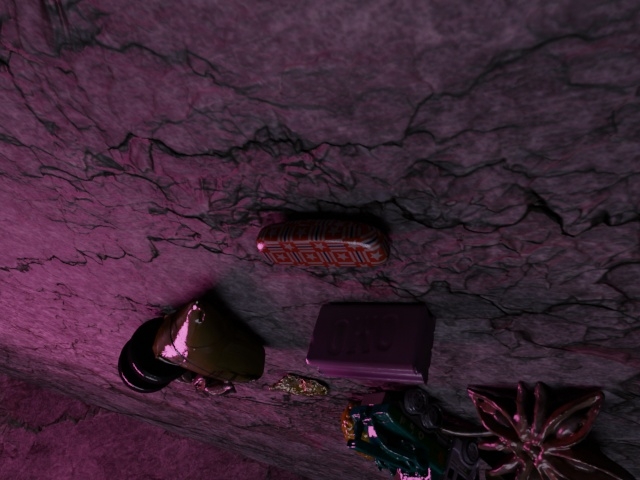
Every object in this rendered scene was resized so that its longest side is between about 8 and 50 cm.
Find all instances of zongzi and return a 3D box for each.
[{"bbox_3d":[-0.192,0.208,1.113,0.260,0.123,0.289,26,145,-23],"label":"zongzi"}]

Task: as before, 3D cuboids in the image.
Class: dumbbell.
[{"bbox_3d":[-0.405,0.283,1.306,0.153,0.152,0.218,27,148,-16],"label":"dumbbell"}]

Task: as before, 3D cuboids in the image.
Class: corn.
[{"bbox_3d":[0.127,0.531,1.465,0.121,0.120,0.363,7,148,18],"label":"corn"}]

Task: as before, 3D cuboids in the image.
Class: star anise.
[{"bbox_3d":[-0.333,0.400,1.535,0.197,0.073,0.212,4,150,29],"label":"star anise"},{"bbox_3d":[0.417,0.391,1.039,0.109,0.292,0.349,3,140,-45],"label":"star anise"}]

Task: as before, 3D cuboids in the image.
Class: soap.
[{"bbox_3d":[0.085,0.171,0.901,0.203,0.122,0.065,-5,143,31],"label":"soap"}]

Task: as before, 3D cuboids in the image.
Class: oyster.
[{"bbox_3d":[-0.043,0.381,1.398,0.146,0.045,0.122,33,132,-25],"label":"oyster"}]

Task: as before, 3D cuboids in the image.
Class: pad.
[{"bbox_3d":[0.478,0.584,1.318,0.174,0.022,0.233,27,-173,-37],"label":"pad"}]

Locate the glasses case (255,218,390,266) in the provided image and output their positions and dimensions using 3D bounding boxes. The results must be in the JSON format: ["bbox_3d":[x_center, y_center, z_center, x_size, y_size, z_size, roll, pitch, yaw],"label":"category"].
[{"bbox_3d":[0.000,0.000,0.737,0.195,0.049,0.073,1,144,27],"label":"glasses case"}]

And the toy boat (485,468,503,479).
[{"bbox_3d":[0.587,0.629,1.391,0.310,0.115,0.089,-10,140,42],"label":"toy boat"}]

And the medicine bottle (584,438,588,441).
[{"bbox_3d":[0.538,0.500,1.171,0.152,0.152,0.254,-5,141,33],"label":"medicine bottle"}]

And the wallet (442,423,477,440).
[{"bbox_3d":[0.317,0.504,1.414,0.176,0.026,0.095,22,143,-12],"label":"wallet"}]

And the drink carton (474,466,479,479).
[{"bbox_3d":[0.349,0.646,1.426,0.134,0.222,0.101,10,121,10],"label":"drink carton"}]

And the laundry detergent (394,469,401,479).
[{"bbox_3d":[0.234,0.610,1.497,0.076,0.171,0.237,-16,145,-2],"label":"laundry detergent"}]

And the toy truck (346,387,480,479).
[{"bbox_3d":[0.215,0.485,1.263,0.363,0.178,0.177,41,142,-22],"label":"toy truck"}]
